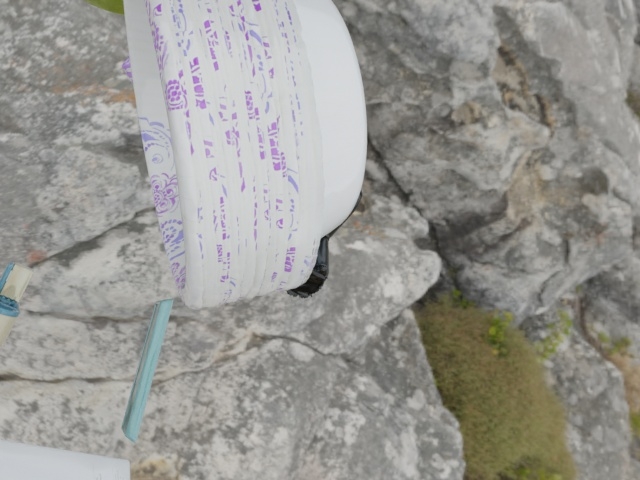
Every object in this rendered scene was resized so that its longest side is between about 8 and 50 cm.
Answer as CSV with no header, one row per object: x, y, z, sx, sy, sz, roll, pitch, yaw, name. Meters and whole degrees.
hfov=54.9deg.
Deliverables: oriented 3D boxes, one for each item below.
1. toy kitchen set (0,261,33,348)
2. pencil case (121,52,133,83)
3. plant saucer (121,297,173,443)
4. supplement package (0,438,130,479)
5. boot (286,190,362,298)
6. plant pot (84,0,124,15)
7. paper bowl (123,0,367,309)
-0.588,0.081,1.035,0.166,0.207,0.122,28,82,-25,toy kitchen set
-0.294,-0.270,1.169,0.086,0.088,0.206,-41,123,-22,pencil case
-0.237,0.171,0.839,0.018,0.067,0.192,18,78,-21,plant saucer
-0.377,0.339,0.689,0.293,0.177,0.175,39,29,-51,supplement package
0.000,0.000,0.665,0.045,0.121,0.099,31,41,-25,boot
-0.198,-0.456,0.676,0.366,0.353,0.367,7,59,-12,plant pot
-0.063,-0.098,0.492,0.148,0.284,0.285,-11,96,-17,paper bowl
